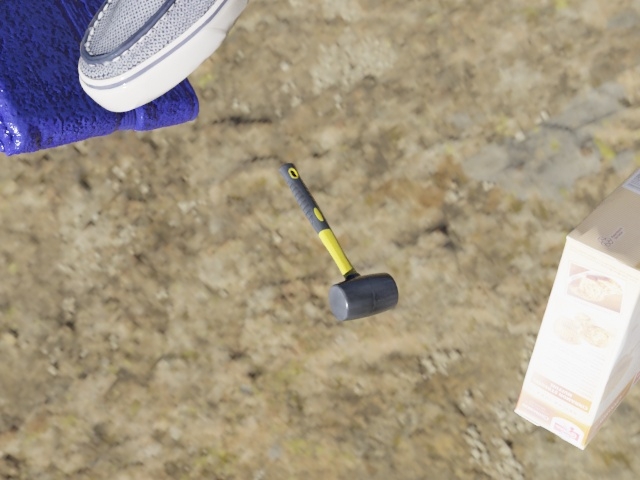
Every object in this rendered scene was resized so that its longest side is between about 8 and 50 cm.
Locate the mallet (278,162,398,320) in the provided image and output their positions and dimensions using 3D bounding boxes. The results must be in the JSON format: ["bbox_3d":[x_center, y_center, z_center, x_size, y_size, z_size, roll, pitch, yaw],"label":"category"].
[{"bbox_3d":[0.000,0.000,1.196,0.062,0.039,0.190,-20,60,-32],"label":"mallet"}]

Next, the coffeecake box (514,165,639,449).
[{"bbox_3d":[0.236,0.052,0.996,0.068,0.186,0.142,28,42,24],"label":"coffeecake box"}]

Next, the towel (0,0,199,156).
[{"bbox_3d":[-0.323,-0.223,1.597,0.076,0.308,0.228,-39,76,40],"label":"towel"}]

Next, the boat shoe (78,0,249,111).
[{"bbox_3d":[-0.106,-0.274,0.983,0.127,0.158,0.341,32,81,43],"label":"boat shoe"}]
